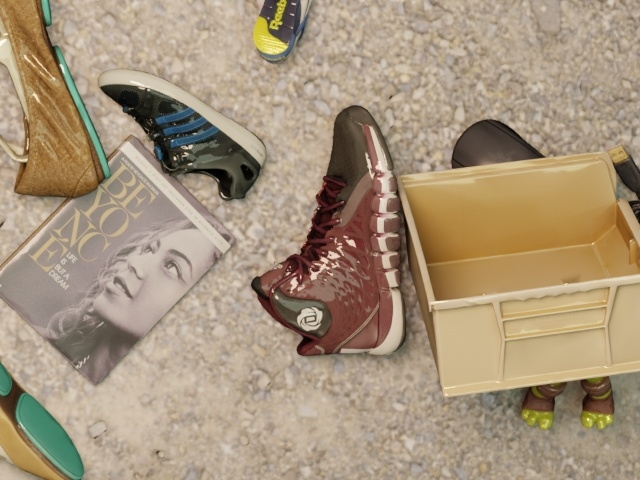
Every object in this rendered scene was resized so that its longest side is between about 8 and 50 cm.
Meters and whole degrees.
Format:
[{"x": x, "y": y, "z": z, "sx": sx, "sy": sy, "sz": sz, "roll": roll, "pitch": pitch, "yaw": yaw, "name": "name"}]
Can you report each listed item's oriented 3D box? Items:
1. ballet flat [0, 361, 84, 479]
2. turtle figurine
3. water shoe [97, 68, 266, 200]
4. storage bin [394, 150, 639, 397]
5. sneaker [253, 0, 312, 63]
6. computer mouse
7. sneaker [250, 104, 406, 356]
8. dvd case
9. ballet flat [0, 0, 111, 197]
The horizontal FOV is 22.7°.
[{"x": -0.339, "y": 0.176, "z": 1.664, "sx": 0.073, "sy": 0.080, "sz": 0.232, "roll": -31, "pitch": 105, "yaw": 16, "name": "ballet flat"}, {"x": 0.276, "y": 0.132, "z": 1.800, "sx": 0.270, "sy": 0.087, "sz": 0.217, "roll": -10, "pitch": 144, "yaw": -6, "name": "turtle figurine"}, {"x": -0.150, "y": -0.110, "z": 1.678, "sx": 0.203, "sy": 0.073, "sz": 0.080, "roll": 28, "pitch": 75, "yaw": -21, "name": "water shoe"}, {"x": 0.228, "y": 0.029, "z": 1.693, "sx": 0.260, "sy": 0.262, "sz": 0.123, "roll": -8, "pitch": 120, "yaw": -2, "name": "storage bin"}, {"x": -0.035, "y": -0.255, "z": 1.722, "sx": 0.053, "sy": 0.059, "sz": 0.144, "roll": 20, "pitch": 72, "yaw": 10, "name": "sneaker"}, {"x": 0.285, "y": -0.060, "z": 1.851, "sx": 0.184, "sy": 0.060, "sz": 0.262, "roll": -44, "pitch": 109, "yaw": -9, "name": "computer mouse"}, {"x": 0.000, "y": 0.000, "z": 1.737, "sx": 0.163, "sy": 0.106, "sz": 0.281, "roll": -9, "pitch": 99, "yaw": -14, "name": "sneaker"}, {"x": -0.221, "y": 0.022, "z": 1.705, "sx": 0.221, "sy": 0.018, "sz": 0.164, "roll": -47, "pitch": 108, "yaw": -9, "name": "dvd case"}, {"x": -0.313, "y": -0.199, "z": 1.605, "sx": 0.124, "sy": 0.116, "sz": 0.342, "roll": -17, "pitch": 107, "yaw": -9, "name": "ballet flat"}]
